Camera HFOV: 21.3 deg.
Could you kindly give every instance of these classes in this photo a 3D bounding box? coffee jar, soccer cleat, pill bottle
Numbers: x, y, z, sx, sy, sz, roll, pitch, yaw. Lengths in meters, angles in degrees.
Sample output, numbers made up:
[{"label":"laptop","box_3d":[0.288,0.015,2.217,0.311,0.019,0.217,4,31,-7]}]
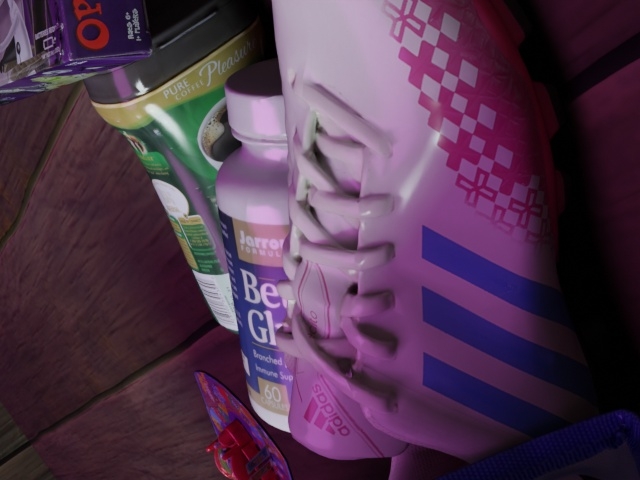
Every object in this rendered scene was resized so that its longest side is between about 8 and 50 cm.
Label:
[{"label":"coffee jar","box_3d":[-0.051,-0.048,0.892,0.079,0.096,0.184,14,136,60]},{"label":"soccer cleat","box_3d":[0.033,0.008,0.709,0.116,0.143,0.331,28,148,53]},{"label":"pill bottle","box_3d":[0.000,0.000,0.820,0.094,0.094,0.169,25,129,56]}]

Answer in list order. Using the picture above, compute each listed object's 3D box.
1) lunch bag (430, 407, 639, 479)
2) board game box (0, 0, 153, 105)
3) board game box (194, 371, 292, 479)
[{"label":"lunch bag","box_3d":[0.104,0.307,0.604,0.385,0.239,0.328,-110,-2,-65]},{"label":"board game box","box_3d":[-0.188,-0.176,0.900,0.347,0.056,0.208,-5,90,62]},{"label":"board game box","box_3d":[-0.072,0.189,1.462,0.133,0.033,0.168,40,157,36]}]
